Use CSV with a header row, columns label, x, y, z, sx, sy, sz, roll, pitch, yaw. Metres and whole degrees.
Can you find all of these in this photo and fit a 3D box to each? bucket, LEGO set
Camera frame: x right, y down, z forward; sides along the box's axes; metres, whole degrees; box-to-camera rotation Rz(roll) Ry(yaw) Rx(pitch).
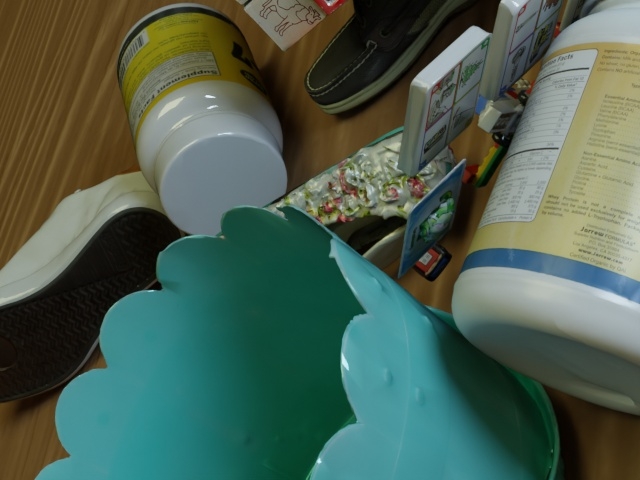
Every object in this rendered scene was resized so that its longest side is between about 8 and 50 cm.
label,x,y,z,sx,sy,sz,roll,pitch,yaw
bucket,-0.013,0.136,0.768,0.281,0.183,0.281,-33,40,34
LEGO set,0.090,-0.076,0.793,0.060,0.244,0.182,39,65,19

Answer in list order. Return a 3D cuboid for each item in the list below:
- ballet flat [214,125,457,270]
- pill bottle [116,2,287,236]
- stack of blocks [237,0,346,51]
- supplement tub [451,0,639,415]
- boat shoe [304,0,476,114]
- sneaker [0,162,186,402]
label,x,y,z,sx,sy,sz,roll,pitch,yaw
ballet flat,0.000,0.000,0.966,0.241,0.091,0.077,-31,63,42
pill bottle,-0.096,-0.098,1.139,0.119,0.119,0.208,-47,34,18
stack of blocks,0.032,-0.273,1.042,0.171,0.087,0.297,-36,16,27
supplement tub,0.163,-0.025,0.699,0.144,0.144,0.199,2,65,55
boat shoe,0.059,-0.186,1.043,0.223,0.073,0.080,-40,36,27
sneaker,-0.224,0.037,1.236,0.290,0.106,0.123,-36,28,19
